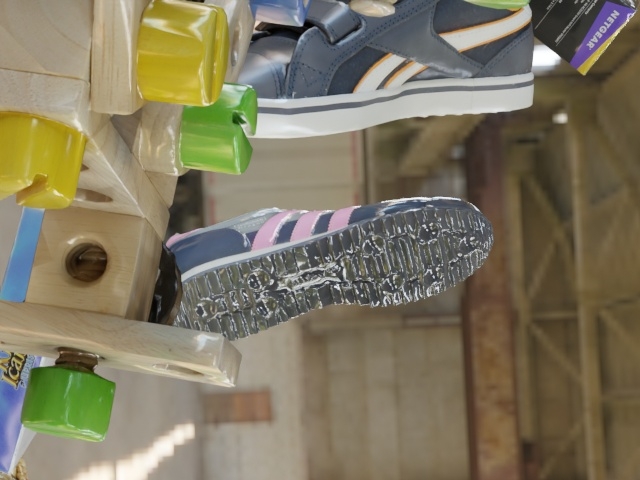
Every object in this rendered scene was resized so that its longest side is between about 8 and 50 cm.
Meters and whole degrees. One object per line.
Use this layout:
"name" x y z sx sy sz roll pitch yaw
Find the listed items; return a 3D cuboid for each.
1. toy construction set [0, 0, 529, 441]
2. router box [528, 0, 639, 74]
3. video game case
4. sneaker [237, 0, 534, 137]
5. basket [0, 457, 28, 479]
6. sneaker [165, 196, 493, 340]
"toy construction set" -0.122 -0.056 0.634 0.257 0.308 0.237 173 -68 -72
"router box" 0.201 -0.286 1.707 0.081 0.243 0.309 -53 177 19
"video game case" -0.251 0.046 1.648 0.244 0.061 0.270 -66 176 -66
"sneaker" 0.024 -0.147 1.254 0.126 0.321 0.127 14 -71 47
"basket" -0.502 0.248 2.001 0.299 0.213 0.223 54 -49 7
"sneaker" 0.000 0.000 1.651 0.131 0.319 0.112 -115 -162 -55
